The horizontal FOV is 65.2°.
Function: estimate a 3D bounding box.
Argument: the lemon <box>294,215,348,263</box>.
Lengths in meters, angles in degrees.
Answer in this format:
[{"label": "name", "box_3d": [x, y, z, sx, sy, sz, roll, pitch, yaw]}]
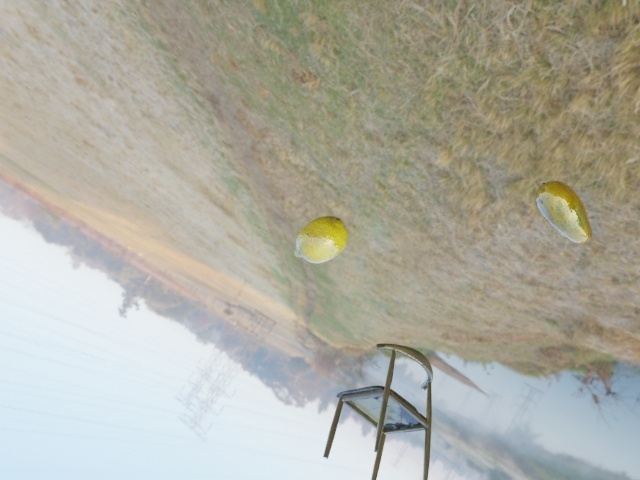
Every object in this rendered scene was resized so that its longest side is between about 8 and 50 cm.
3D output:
[{"label": "lemon", "box_3d": [0.000, 0.000, 0.937, 0.082, 0.110, 0.082, 54, -171, -13]}]

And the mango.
[{"label": "mango", "box_3d": [0.367, -0.041, 0.752, 0.114, 0.057, 0.079, 46, -170, -13]}]

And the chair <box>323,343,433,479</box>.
[{"label": "chair", "box_3d": [0.144, 0.382, 1.109, 0.188, 0.272, 0.166, 43, 135, -21]}]
